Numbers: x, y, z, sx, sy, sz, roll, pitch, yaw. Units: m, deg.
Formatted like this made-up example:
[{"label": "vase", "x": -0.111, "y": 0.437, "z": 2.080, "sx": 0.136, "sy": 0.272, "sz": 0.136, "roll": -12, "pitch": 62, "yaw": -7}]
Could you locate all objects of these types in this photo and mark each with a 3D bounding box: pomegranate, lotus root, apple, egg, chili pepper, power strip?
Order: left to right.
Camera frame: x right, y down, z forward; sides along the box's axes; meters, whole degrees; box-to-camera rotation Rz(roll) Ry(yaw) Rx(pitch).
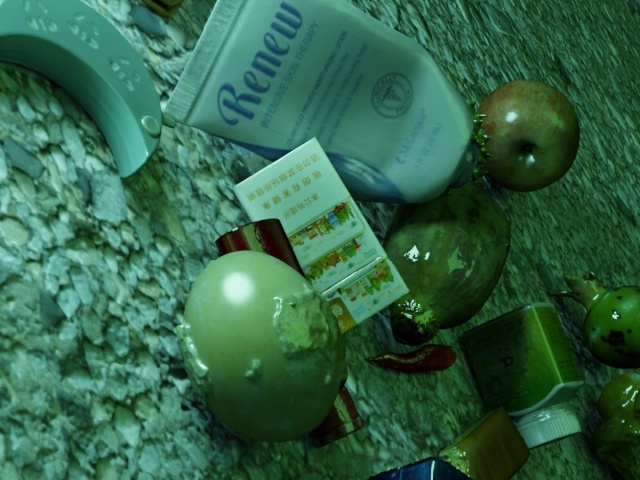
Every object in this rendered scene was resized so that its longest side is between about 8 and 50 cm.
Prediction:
[{"label": "power strip", "x": -0.252, "y": -0.174, "z": 1.174, "sx": 0.253, "sy": 0.054, "sz": 0.168, "roll": 36, "pitch": 40, "yaw": -33}, {"label": "egg", "x": -0.058, "y": 0.106, "z": 1.122, "sx": 0.164, "sy": 0.164, "sz": 0.202, "roll": -2, "pitch": 62, "yaw": -55}, {"label": "chili pepper", "x": 0.126, "y": 0.157, "z": 1.451, "sx": 0.178, "sy": 0.045, "sz": 0.027, "roll": 8, "pitch": 50, "yaw": -45}, {"label": "lotus root", "x": 0.169, "y": 0.023, "z": 1.514, "sx": 0.173, "sy": 0.173, "sz": 0.309, "roll": 47, "pitch": 37, "yaw": -20}, {"label": "apple", "x": 0.354, "y": -0.185, "z": 1.906, "sx": 0.188, "sy": 0.188, "sz": 0.174, "roll": 48, "pitch": 29, "yaw": -19}, {"label": "pomegranate", "x": 0.494, "y": 0.136, "z": 1.899, "sx": 0.220, "sy": 0.156, "sz": 0.156, "roll": 25, "pitch": 31, "yaw": 12}]

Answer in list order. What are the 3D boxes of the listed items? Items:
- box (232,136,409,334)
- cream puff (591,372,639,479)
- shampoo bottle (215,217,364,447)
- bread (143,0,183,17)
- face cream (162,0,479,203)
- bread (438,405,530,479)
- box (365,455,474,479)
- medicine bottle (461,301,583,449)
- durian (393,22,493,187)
[{"label": "box", "x": 0.000, "y": 0.000, "z": 1.336, "sx": 0.220, "sy": 0.122, "sz": 0.032, "roll": 58, "pitch": -4, "yaw": -4}, {"label": "cream puff", "x": 0.618, "y": 0.337, "z": 1.792, "sx": 0.323, "sy": 0.269, "sz": 0.274, "roll": 59, "pitch": 27, "yaw": -4}, {"label": "shampoo bottle", "x": -0.030, "y": 0.104, "z": 1.252, "sx": 0.102, "sy": 0.064, "sz": 0.260, "roll": -13, "pitch": 75, "yaw": -60}, {"label": "bread", "x": -0.187, "y": -0.380, "z": 1.396, "sx": 0.116, "sy": 0.077, "sz": 0.200, "roll": 43, "pitch": 43, "yaw": -25}, {"label": "face cream", "x": 0.030, "y": -0.176, "z": 1.391, "sx": 0.420, "sy": 0.235, "sz": 0.137, "roll": 25, "pitch": 5, "yaw": -29}, {"label": "bread", "x": 0.203, "y": 0.295, "z": 1.444, "sx": 0.226, "sy": 0.049, "sz": 0.088, "roll": -20, "pitch": 83, "yaw": -57}, {"label": "box", "x": 0.160, "y": 0.423, "z": 1.212, "sx": 0.261, "sy": 0.116, "sz": 0.279, "roll": 39, "pitch": 40, "yaw": -32}, {"label": "medicine bottle", "x": 0.298, "y": 0.197, "z": 1.574, "sx": 0.088, "sy": 0.132, "sz": 0.189, "roll": 5, "pitch": 61, "yaw": -54}, {"label": "durian", "x": 0.187, "y": -0.157, "z": 1.710, "sx": 0.106, "sy": 0.132, "sz": 0.375, "roll": -27, "pitch": 93, "yaw": -46}]
